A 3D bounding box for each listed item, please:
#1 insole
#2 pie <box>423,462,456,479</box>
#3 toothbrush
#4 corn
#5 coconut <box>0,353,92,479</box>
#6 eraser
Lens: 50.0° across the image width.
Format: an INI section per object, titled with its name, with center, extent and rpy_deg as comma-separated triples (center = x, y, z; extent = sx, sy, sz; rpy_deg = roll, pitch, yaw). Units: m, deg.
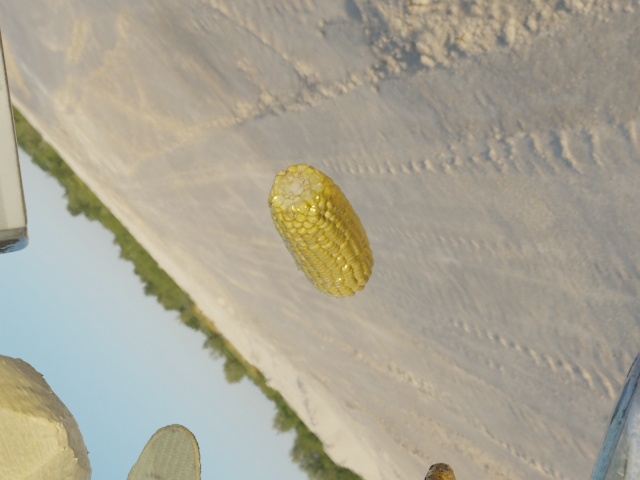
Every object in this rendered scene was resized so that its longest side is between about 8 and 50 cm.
[insole]
center = -0.220, 0.398, 0.828
extent = 0.118, 0.349, 0.009
rpy_deg = 6, 159, 26
[pie]
center = 0.218, 0.515, 1.186
extent = 0.273, 0.069, 0.274
rpy_deg = -12, -90, -78
[toothbrush]
center = 0.128, 0.249, 0.381
extent = 0.042, 0.414, 0.035
rpy_deg = 25, 166, -3
[corn]
center = 0.004, -0.003, 0.779
extent = 0.091, 0.091, 0.260
rpy_deg = 46, 176, 24
[coconut]
center = -0.518, 0.361, 1.020
extent = 0.360, 0.346, 0.346
rpy_deg = 40, 167, 20
[eraser]
center = -0.352, -0.122, 0.683
extent = 0.061, 0.089, 0.352
rpy_deg = 48, 141, 48
